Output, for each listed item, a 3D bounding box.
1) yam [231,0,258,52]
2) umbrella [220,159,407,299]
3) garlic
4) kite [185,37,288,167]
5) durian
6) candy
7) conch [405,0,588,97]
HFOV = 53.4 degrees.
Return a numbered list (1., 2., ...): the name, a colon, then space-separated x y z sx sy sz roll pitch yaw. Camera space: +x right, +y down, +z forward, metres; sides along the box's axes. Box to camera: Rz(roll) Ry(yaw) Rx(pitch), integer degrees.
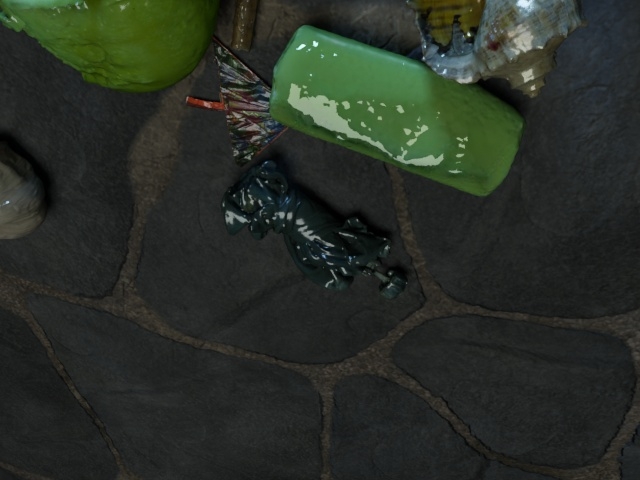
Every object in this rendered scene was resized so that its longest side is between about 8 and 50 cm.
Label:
1. yam: -0.095 -0.318 0.843 0.032 0.032 0.145 20 133 -1
2. umbrella: 0.001 0.000 1.057 0.349 0.094 0.143 35 136 -17
3. garlic: -0.610 -0.060 1.121 0.218 0.212 0.218 7 137 6
4. kite: -0.119 -0.206 0.966 0.189 0.009 0.232 8 132 12
5. durian: -0.242 -0.300 0.774 0.255 0.204 0.340 -2 168 11
6. candy: 0.099 -0.172 0.854 0.343 0.132 0.142 20 92 -3
7. conch: 0.188 -0.272 0.713 0.178 0.163 0.245 -17 95 12
